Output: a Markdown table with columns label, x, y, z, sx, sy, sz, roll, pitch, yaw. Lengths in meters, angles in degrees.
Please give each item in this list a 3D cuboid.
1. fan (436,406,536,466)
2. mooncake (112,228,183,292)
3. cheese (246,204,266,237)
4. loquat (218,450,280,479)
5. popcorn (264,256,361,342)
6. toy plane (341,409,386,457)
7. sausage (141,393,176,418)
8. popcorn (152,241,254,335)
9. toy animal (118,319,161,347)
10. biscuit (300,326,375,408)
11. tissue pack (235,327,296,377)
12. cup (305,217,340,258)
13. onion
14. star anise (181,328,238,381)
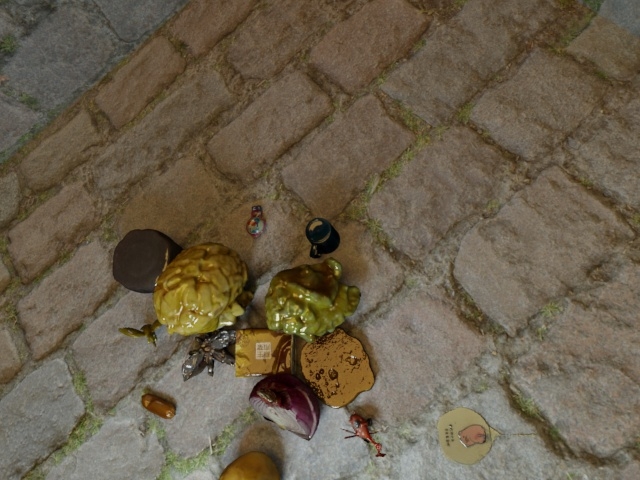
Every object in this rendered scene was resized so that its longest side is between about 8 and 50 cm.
| label | x | y | z | sx | sy | sz | roll | pitch | yaw |
| --- | --- | --- | --- | --- | --- | --- | --- | --- | --- |
| fan | 0.547 | 0.645 | 1.389 | 0.309 | 0.010 | 0.183 | -8 | 71 | 14 |
| mooncake | -0.751 | 0.098 | 1.852 | 0.305 | 0.154 | 0.307 | -5 | 71 | 15 |
| cheese | -0.281 | -0.083 | 1.834 | 0.095 | 0.038 | 0.145 | -6 | 73 | 14 |
| loquat | -0.248 | 0.848 | 1.441 | 0.193 | 0.238 | 0.239 | 18 | 79 | 27 |
| popcorn | -0.047 | 0.223 | 1.551 | 0.278 | 0.335 | 0.275 | -13 | 92 | 49 |
| toy plane | 0.145 | 0.655 | 1.425 | 0.126 | 0.194 | 0.077 | 6 | 96 | -7 |
| sausage | -0.654 | 0.673 | 1.700 | 0.183 | 0.054 | 0.062 | 12 | 45 | 21 |
| popcorn | -0.461 | 0.184 | 1.623 | 0.343 | 0.390 | 0.355 | -6 | 83 | 29 |
| toy animal | -0.716 | 0.400 | 1.784 | 0.219 | 0.095 | 0.155 | -24 | 64 | -26 |
| biscuit | 0.057 | 0.469 | 1.562 | 0.257 | 0.049 | 0.273 | -32 | 69 | 1 |
| tissue pack | -0.208 | 0.427 | 1.615 | 0.225 | 0.092 | 0.184 | -3 | 76 | 6 |
| cup | 0.010 | -0.004 | 1.672 | 0.113 | 0.138 | 0.150 | -11 | 71 | 13 |
| onion | -0.118 | 0.537 | 1.456 | 0.266 | 0.349 | 0.159 | 20 | 55 | 18 |
| star anise | -0.429 | 0.439 | 1.680 | 0.257 | 0.111 | 0.199 | -14 | 59 | 8 |
